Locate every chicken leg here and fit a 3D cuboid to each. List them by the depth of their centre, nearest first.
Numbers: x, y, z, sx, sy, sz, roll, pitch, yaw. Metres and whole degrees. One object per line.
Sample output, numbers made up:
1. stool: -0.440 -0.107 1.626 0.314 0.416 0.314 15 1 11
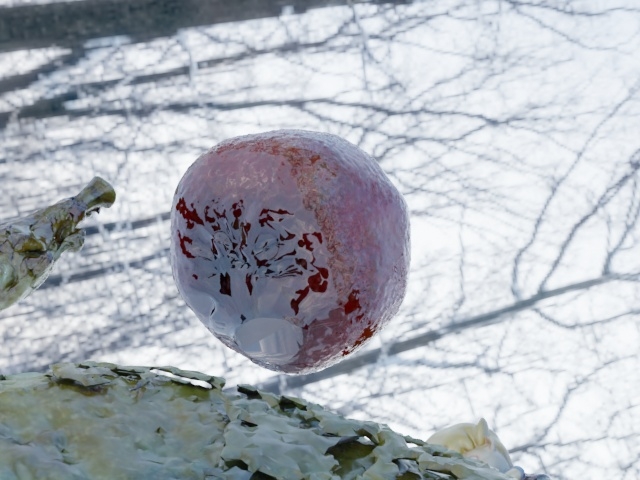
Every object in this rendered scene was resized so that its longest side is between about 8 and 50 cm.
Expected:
1. chicken leg: -0.248 -0.003 0.995 0.093 0.178 0.070 -2 -60 38

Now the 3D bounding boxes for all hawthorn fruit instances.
1. hawthorn fruit: 0.000 0.000 1.044 0.210 0.266 0.230 -28 -99 51

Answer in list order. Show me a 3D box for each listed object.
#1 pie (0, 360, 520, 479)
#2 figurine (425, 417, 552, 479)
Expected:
1. pie: -0.056 0.124 0.330 0.296 0.371 0.078 27 -67 44
2. figurine: 0.186 0.269 1.168 0.196 0.108 0.114 23 -45 56
